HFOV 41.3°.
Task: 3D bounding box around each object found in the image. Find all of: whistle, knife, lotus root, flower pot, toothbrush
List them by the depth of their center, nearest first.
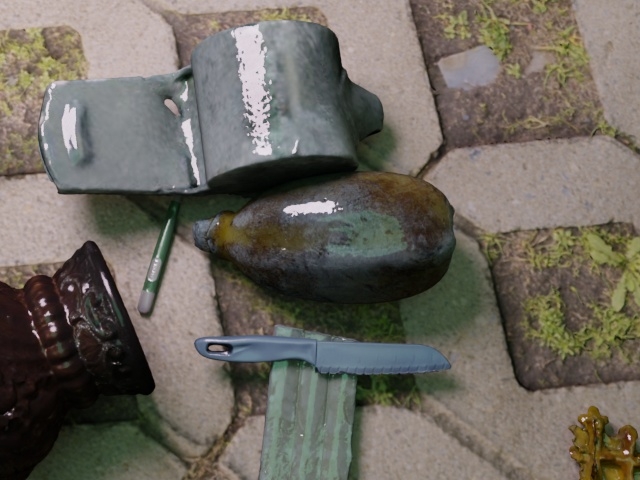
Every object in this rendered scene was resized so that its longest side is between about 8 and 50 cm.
[{"bbox_3d":[-0.342,0.134,0.948,0.267,0.266,0.266,-24,81,-17],"label":"flower pot"},{"bbox_3d":[0.000,0.000,1.022,0.322,0.140,0.158,-2,115,3],"label":"lotus root"},{"bbox_3d":[0.003,0.139,1.029,0.313,0.019,0.044,2,86,-1],"label":"knife"},{"bbox_3d":[-0.128,-0.143,1.044,0.405,0.188,0.168,-9,82,7],"label":"whistle"},{"bbox_3d":[-0.191,-0.030,1.093,0.018,0.024,0.257,15,80,1],"label":"toothbrush"}]

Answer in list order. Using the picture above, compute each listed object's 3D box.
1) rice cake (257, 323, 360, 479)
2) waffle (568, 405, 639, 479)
[{"bbox_3d":[-0.015,0.217,1.040,0.124,0.038,0.211,11,78,0],"label":"rice cake"},{"bbox_3d":[0.306,0.364,1.009,0.293,0.069,0.259,-34,81,-6],"label":"waffle"}]
